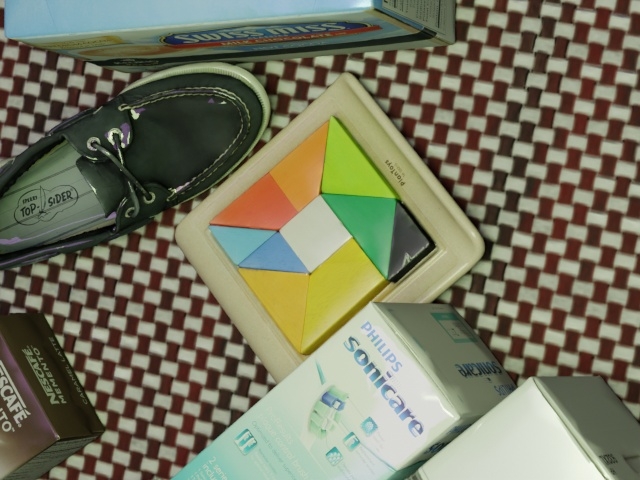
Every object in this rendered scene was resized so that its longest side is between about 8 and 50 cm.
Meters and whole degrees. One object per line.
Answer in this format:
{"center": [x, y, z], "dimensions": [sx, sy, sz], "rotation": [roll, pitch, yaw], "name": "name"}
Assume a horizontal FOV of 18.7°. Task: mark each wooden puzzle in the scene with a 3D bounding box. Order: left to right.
{"center": [0.000, 0.000, 1.747], "dimensions": [0.239, 0.044, 0.221], "rotation": [-43, 68, 15], "name": "wooden puzzle"}

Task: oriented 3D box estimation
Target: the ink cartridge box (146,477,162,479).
{"center": [-0.206, 0.306, 1.797], "dimensions": [0.060, 0.104, 0.180], "rotation": [9, 91, 23], "name": "ink cartridge box"}

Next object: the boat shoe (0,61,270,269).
{"center": [-0.204, -0.057, 1.783], "dimensions": [0.340, 0.113, 0.127], "rotation": [-17, 111, 21], "name": "boat shoe"}

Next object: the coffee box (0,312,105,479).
{"center": [-0.350, 0.190, 1.859], "dimensions": [0.246, 0.098, 0.141], "rotation": [-35, 76, 17], "name": "coffee box"}

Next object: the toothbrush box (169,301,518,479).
{"center": [0.010, 0.190, 1.656], "dimensions": [0.295, 0.216, 0.126], "rotation": [-41, 74, 16], "name": "toothbrush box"}

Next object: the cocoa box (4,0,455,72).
{"center": [-0.077, -0.282, 1.699], "dimensions": [0.347, 0.228, 0.231], "rotation": [-2, 87, 21], "name": "cocoa box"}

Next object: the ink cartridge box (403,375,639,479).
{"center": [0.127, 0.250, 1.603], "dimensions": [0.307, 0.223, 0.129], "rotation": [-41, 73, 15], "name": "ink cartridge box"}
